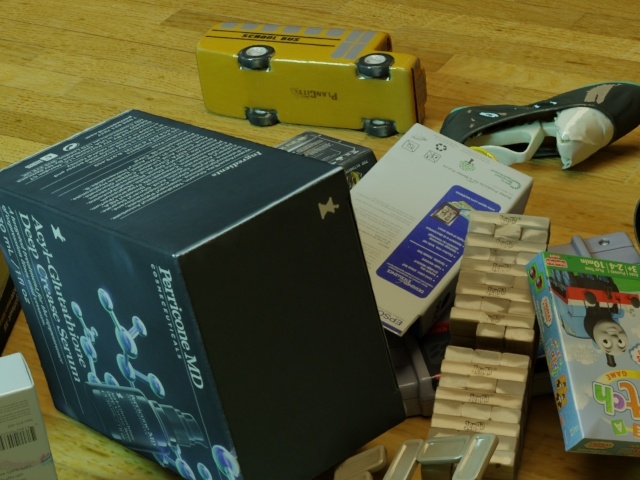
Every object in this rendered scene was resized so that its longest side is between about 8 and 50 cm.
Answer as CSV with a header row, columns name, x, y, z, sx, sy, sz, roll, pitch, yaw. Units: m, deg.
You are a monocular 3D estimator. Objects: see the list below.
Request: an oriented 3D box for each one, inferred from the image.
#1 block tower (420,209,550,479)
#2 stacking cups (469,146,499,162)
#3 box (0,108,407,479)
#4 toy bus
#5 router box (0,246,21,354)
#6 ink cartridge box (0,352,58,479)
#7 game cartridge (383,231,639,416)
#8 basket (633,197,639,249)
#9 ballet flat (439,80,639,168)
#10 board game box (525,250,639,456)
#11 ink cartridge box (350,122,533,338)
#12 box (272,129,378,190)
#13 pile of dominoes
name,x,y,z,sx,sy,sz,roll,pitch,yaw
block tower,0.174,0.126,1.860,0.091,0.097,0.335,7,52,10
stacking cups,0.085,-0.023,2.157,0.316,0.096,0.096,-23,34,-35
box,-0.137,0.059,1.868,0.212,0.293,0.395,-29,27,-30
toy bus,-0.009,-0.230,2.530,0.333,0.108,0.130,6,33,22
router box,-0.431,0.056,2.038,0.081,0.243,0.309,-2,33,9
ink cartridge box,-0.339,0.218,1.825,0.127,0.175,0.072,-16,30,-13
game cartridge,0.208,0.092,2.021,0.355,0.068,0.230,-11,28,-5
basket,0.495,-0.029,2.065,0.204,0.154,0.227,41,43,13
ballet flat,0.292,-0.135,2.341,0.280,0.095,0.096,-9,40,17
board game box,0.302,0.118,1.832,0.160,0.039,0.211,7,57,-26
ink cartridge box,0.095,0.000,2.033,0.165,0.065,0.333,28,44,18
box,-0.062,-0.057,2.255,0.231,0.056,0.183,-27,21,-20
pile of dominoes,0.054,0.292,1.683,0.196,0.040,0.251,-9,40,44
